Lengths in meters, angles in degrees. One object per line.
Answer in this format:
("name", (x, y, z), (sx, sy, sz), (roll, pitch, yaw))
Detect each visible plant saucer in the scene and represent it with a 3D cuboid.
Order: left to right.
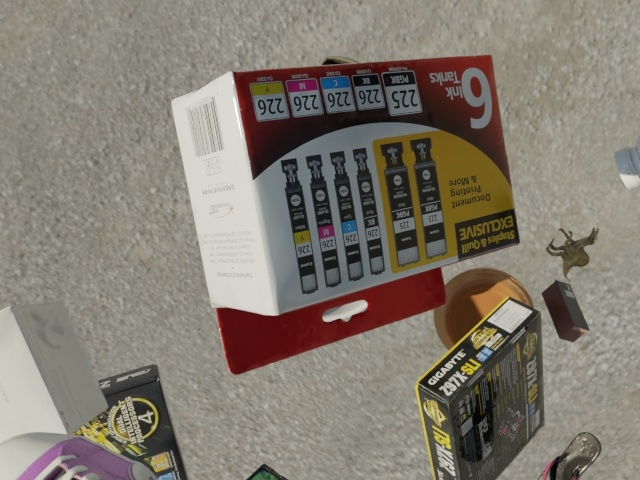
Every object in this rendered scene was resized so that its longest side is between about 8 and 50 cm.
("plant saucer", (0.326, 0.154, 1.424), (0.200, 0.037, 0.199), (1, 97, 11))

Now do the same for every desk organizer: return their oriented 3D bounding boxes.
("desk organizer", (0.538, 0.155, 1.571), (0.047, 0.050, 0.130), (16, 43, -24))

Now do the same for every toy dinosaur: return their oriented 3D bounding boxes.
("toy dinosaur", (0.548, 0.032, 1.583), (0.093, 0.183, 0.053), (34, 54, 17))

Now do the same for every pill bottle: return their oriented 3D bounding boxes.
("pill bottle", (0.679, -0.171, 1.386), (0.187, 0.112, 0.111), (-23, 61, 33))

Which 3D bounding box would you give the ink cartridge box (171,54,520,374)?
("ink cartridge box", (0.042, -0.030, 0.705), (0.310, 0.130, 0.271), (-14, 96, -34))

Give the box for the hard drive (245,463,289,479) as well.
("hard drive", (-0.046, 0.555, 1.201), (0.339, 0.064, 0.237), (28, 39, 26))

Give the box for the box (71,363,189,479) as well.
("box", (-0.428, 0.477, 1.414), (0.319, 0.097, 0.394), (-14, 104, -12))

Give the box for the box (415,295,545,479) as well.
("box", (0.299, 0.300, 1.288), (0.257, 0.321, 0.079), (-38, 42, -27))

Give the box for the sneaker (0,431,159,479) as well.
("sneaker", (-0.134, 0.169, 0.423), (0.282, 0.161, 0.102), (20, 57, 31))

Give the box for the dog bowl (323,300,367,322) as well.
("dog bowl", (0.000, 0.000, 1.224), (0.265, 0.104, 0.264), (-2, 105, -7))

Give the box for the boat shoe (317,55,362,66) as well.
("boat shoe", (0.107, -0.191, 1.125), (0.109, 0.091, 0.305), (-45, 62, -10))

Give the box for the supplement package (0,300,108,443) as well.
("supplement package", (-0.440, 0.207, 1.042), (0.149, 0.203, 0.194), (-24, 88, -3))

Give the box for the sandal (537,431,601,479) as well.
("sandal", (0.436, 0.420, 1.286), (0.067, 0.040, 0.179), (43, 112, 42))
